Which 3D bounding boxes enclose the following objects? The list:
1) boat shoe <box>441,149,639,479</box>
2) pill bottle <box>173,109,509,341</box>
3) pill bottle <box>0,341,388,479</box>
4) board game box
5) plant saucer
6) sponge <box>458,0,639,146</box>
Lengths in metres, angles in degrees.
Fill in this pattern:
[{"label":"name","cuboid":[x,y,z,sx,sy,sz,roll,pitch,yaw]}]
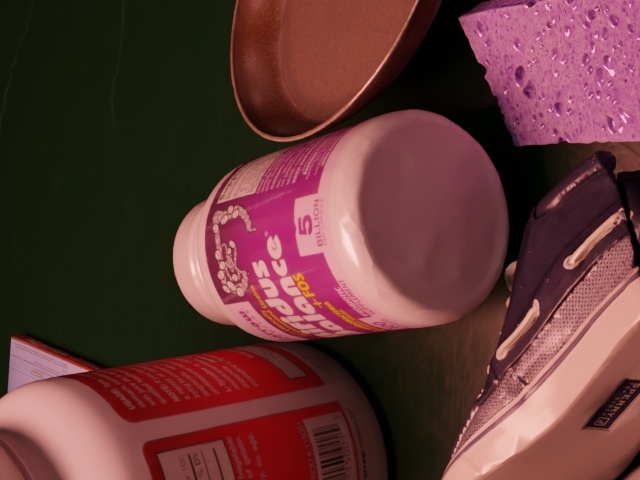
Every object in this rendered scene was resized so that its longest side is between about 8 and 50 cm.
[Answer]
[{"label":"boat shoe","cuboid":[0.183,0.086,0.918,0.340,0.127,0.158,-55,33,38]},{"label":"pill bottle","cuboid":[0.000,0.000,1.012,0.301,0.169,0.169,-13,84,54]},{"label":"pill bottle","cuboid":[-0.150,0.218,1.015,0.229,0.407,0.229,3,95,42]},{"label":"board game box","cuboid":[-0.275,0.212,1.387,0.281,0.027,0.145,15,101,41]},{"label":"plant saucer","cuboid":[0.023,-0.228,1.013,0.310,0.050,0.311,-29,54,49]},{"label":"sponge","cuboid":[0.194,-0.127,0.861,0.210,0.031,0.117,5,125,60]}]
